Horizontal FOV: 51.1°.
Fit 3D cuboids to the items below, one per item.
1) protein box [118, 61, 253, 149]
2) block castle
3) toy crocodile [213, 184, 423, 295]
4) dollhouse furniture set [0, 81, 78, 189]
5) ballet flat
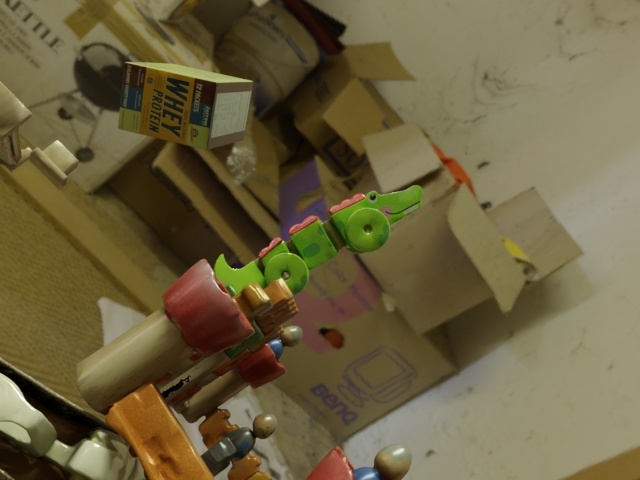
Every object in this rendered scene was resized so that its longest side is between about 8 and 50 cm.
[{"bbox_3d":[-0.276,-0.284,1.396,0.200,0.135,0.201,15,17,11],"label":"protein box"},{"bbox_3d":[-0.059,0.207,0.765,0.303,0.213,0.453,53,-8,15],"label":"block castle"},{"bbox_3d":[0.000,0.000,1.019,0.105,0.341,0.115,61,-1,-1],"label":"toy crocodile"},{"bbox_3d":[-0.499,-0.136,0.836,0.355,0.174,0.303,47,-21,-10],"label":"dollhouse furniture set"},{"bbox_3d":[-0.244,0.189,0.601,0.316,0.106,0.107,34,51,-8],"label":"ballet flat"}]
